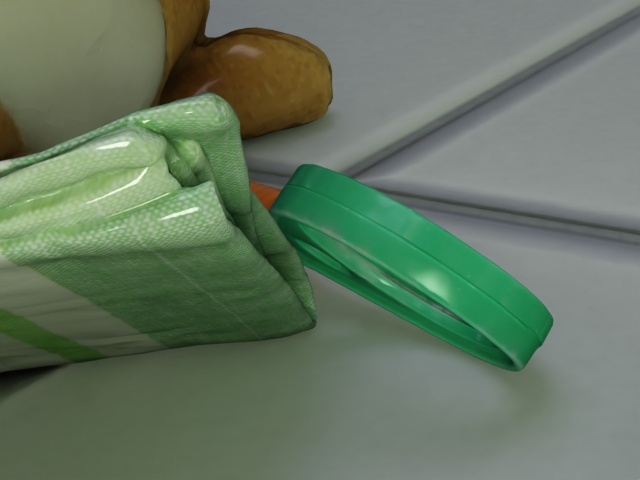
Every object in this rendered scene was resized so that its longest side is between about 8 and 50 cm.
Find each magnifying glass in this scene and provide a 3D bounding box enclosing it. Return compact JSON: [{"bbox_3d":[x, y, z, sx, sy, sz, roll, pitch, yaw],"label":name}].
[{"bbox_3d":[0.000,0.000,0.562,0.026,0.092,0.231,-57,25,-5],"label":"magnifying glass"}]

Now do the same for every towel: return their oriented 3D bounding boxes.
[{"bbox_3d":[-0.171,0.018,0.459,0.325,0.038,0.248,-7,-10,3],"label":"towel"}]

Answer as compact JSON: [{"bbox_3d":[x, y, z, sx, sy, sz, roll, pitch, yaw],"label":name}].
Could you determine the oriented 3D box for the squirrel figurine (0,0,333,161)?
[{"bbox_3d":[-0.212,-0.201,0.715,0.397,0.370,0.281,11,30,40],"label":"squirrel figurine"}]
